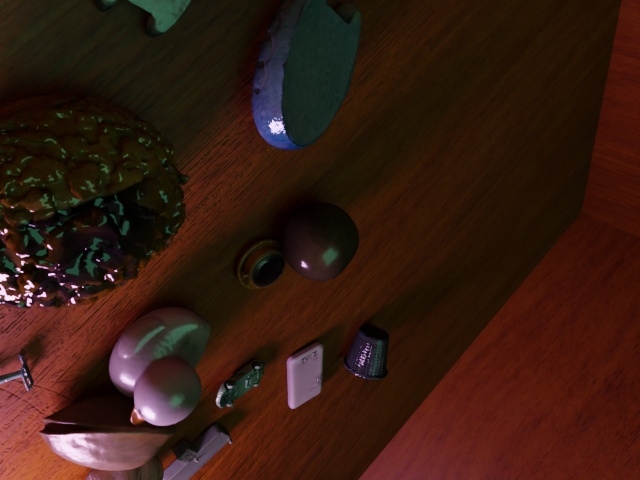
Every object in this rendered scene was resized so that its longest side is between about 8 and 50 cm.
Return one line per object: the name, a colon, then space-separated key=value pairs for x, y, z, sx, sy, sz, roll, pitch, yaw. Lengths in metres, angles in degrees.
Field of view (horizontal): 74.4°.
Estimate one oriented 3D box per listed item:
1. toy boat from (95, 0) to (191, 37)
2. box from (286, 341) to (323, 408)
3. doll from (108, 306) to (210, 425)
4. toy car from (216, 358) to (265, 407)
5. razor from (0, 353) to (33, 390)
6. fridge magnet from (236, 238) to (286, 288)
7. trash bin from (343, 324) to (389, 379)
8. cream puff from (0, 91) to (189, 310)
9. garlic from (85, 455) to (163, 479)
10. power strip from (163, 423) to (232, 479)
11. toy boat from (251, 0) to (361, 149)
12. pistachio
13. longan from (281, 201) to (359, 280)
toy boat: x=-0.241 y=-0.410 z=0.606 sx=0.134 sy=0.079 sz=0.208 roll=14 pitch=119 yaw=-42
box: x=-0.053 y=0.484 z=1.503 sx=0.142 sy=0.044 sz=0.285 roll=-23 pitch=134 yaw=-30
doll: x=-0.328 y=0.274 z=0.912 sx=0.251 sy=0.221 sz=0.221 roll=-53 pitch=144 yaw=-18
toy car: x=-0.239 y=0.416 z=1.246 sx=0.186 sy=0.058 sz=0.094 roll=-27 pitch=136 yaw=-47
razor: x=-0.609 y=0.263 z=0.767 sx=0.134 sy=0.040 sz=0.068 roll=-16 pitch=129 yaw=-32
fridge magnet: x=-0.144 y=0.063 z=1.064 sx=0.143 sy=0.063 sz=0.143 roll=-23 pitch=131 yaw=-29
trash bin: x=0.190 y=0.417 z=1.611 sx=0.175 sy=0.175 sz=0.161 roll=-1 pitch=110 yaw=-45
cream puff: x=-0.354 y=-0.045 z=0.632 sx=0.342 sy=0.231 sz=0.327 roll=17 pitch=102 yaw=-50
garlic: x=-0.508 y=0.645 z=1.072 sx=0.227 sy=0.152 sz=0.228 roll=-33 pitch=144 yaw=-28
power strip: x=-0.385 y=0.651 z=1.275 sx=0.215 sy=0.061 sz=0.145 roll=-42 pitch=142 yaw=-14
toy boat: x=-0.043 y=-0.345 z=0.840 sx=0.215 sy=0.123 sz=0.330 roll=6 pitch=103 yaw=-57
pistachio: x=-0.457 y=0.416 z=0.924 sx=0.212 sy=0.163 sz=0.260 roll=-22 pitch=151 yaw=26
longan: x=0.000 y=0.000 z=1.063 sx=0.220 sy=0.196 sz=0.197 roll=-24 pitch=136 yaw=-55
